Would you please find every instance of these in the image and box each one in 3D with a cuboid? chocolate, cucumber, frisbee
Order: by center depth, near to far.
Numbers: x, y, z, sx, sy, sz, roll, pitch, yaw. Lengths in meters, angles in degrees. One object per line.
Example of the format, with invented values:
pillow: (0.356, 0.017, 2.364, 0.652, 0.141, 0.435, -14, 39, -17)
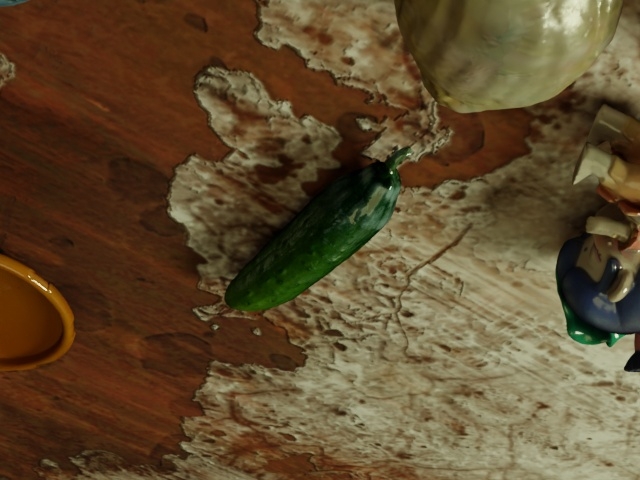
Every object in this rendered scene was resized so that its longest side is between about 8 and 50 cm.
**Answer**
chocolate: (0.104, -0.186, 0.524, 0.134, 0.134, 0.309, 6, 140, 3)
cucumber: (0.000, 0.000, 0.824, 0.056, 0.056, 0.250, 27, 140, -22)
frisbee: (-0.320, 0.057, 0.961, 0.192, 0.035, 0.192, 4, 141, 3)

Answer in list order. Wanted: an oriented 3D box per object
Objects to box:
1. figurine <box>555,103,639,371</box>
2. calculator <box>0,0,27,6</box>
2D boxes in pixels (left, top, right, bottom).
figurine: (0.224, 0.005, 0.750, 0.102, 0.111, 0.195, 20, 144, 18)
calculator: (-0.227, -0.224, 0.605, 0.121, 0.039, 0.210, -8, 137, 17)
